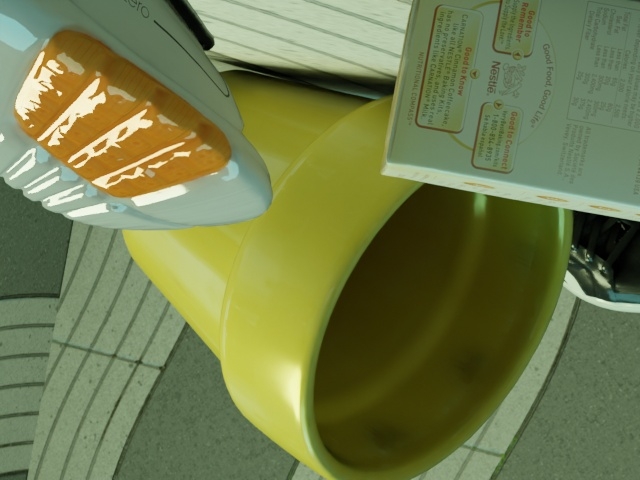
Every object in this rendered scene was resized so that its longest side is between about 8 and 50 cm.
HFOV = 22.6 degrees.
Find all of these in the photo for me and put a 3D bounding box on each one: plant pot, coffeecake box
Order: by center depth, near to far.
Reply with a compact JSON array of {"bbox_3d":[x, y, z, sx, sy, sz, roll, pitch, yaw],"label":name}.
[{"bbox_3d":[0.118,-0.039,0.553,0.185,0.068,0.142,11,-179,1],"label":"coffeecake box"},{"bbox_3d":[0.000,0.000,1.074,0.239,0.254,0.254,32,-166,36],"label":"plant pot"}]

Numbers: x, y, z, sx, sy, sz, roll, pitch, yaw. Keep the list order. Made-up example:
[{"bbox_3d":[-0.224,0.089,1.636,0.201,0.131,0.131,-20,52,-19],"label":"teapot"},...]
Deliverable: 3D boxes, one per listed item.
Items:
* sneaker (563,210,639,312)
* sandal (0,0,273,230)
[{"bbox_3d":[0.182,-0.019,1.244,0.217,0.079,0.121,29,174,31],"label":"sneaker"},{"bbox_3d":[-0.099,-0.083,0.515,0.102,0.076,0.265,-5,151,33],"label":"sandal"}]
